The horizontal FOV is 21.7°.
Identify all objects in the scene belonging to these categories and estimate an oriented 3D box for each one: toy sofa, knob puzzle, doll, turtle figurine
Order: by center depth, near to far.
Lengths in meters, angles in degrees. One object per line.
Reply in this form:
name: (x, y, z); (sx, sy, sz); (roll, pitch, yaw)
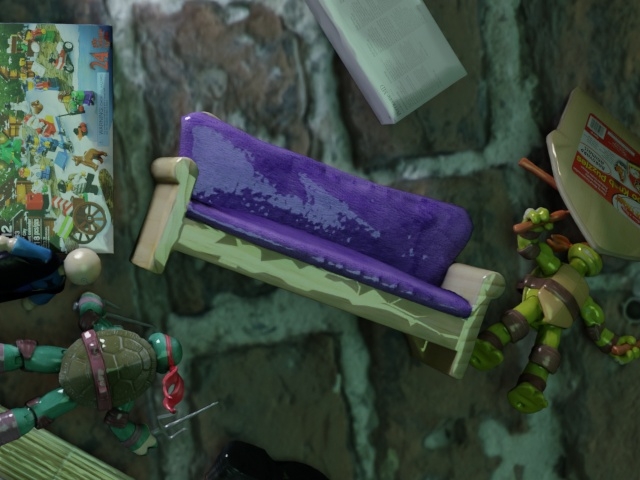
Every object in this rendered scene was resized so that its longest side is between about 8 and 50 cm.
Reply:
doll: (-0.309, 0.038, 1.659); (0.189, 0.129, 0.046); (-12, 57, 5)
turtle figurine: (-0.224, 0.129, 1.667); (0.234, 0.118, 0.175); (-11, 75, -12)
toy sofa: (0.000, 0.000, 1.712); (0.362, 0.150, 0.177); (20, 89, -14)
turtle figurine: (0.241, 0.062, 1.803); (0.217, 0.087, 0.269); (-50, 115, -27)
knob puzzle: (0.311, -0.050, 1.804); (0.213, 0.030, 0.213); (22, 50, -29)

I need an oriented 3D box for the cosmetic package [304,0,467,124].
cosmetic package: (0.046, -0.247, 1.756); (0.099, 0.060, 0.239); (-34, 100, -12)

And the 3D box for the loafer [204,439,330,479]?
loafer: (-0.045, 0.268, 1.771); (0.170, 0.062, 0.061); (29, 125, -20)

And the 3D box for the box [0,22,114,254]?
box: (-0.290, -0.102, 1.687); (0.159, 0.044, 0.233); (-1, 93, -14)

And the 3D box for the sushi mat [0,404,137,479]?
sushi mat: (-0.343, 0.241, 1.686); (0.316, 0.019, 0.151); (30, 85, -6)

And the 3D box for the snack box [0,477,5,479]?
snack box: (-0.331, 0.326, 1.642); (0.207, 0.070, 0.174); (28, 103, -7)
